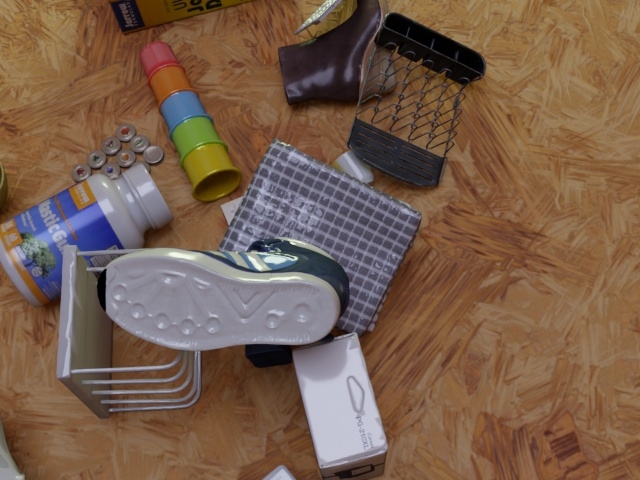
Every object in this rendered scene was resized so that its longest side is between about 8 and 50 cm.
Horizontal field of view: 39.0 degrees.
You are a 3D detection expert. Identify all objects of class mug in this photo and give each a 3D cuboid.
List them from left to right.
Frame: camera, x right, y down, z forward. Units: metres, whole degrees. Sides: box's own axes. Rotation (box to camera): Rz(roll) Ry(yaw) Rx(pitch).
[{"bbox_3d":[0.058,-0.115,1.581,0.062,0.078,0.064,-23,75,-41],"label":"mug"}]

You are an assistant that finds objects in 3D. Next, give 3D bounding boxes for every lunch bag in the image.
[{"bbox_3d":[-0.085,0.159,1.447,0.067,0.098,0.065,-8,65,5],"label":"lunch bag"}]

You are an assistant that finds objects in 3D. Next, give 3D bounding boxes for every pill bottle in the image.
[{"bbox_3d":[-0.390,-0.018,1.505,0.272,0.152,0.152,-31,70,-8],"label":"pill bottle"}]

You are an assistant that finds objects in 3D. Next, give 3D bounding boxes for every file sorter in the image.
[{"bbox_3d":[-0.277,0.144,1.371,0.173,0.277,0.192,-2,68,-2],"label":"file sorter"}]

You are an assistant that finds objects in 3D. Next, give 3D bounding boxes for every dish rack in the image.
[{"bbox_3d":[0.161,-0.236,1.572,0.208,0.074,0.271,22,69,-14],"label":"dish rack"}]

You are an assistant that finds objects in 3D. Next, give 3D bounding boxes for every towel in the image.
[{"bbox_3d":[0.000,0.000,1.425,0.284,0.121,0.235,25,87,-4],"label":"towel"}]

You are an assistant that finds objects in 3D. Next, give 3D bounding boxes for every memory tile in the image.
[{"bbox_3d":[-0.364,-0.137,1.627,0.113,0.012,0.148,40,75,16],"label":"memory tile"}]

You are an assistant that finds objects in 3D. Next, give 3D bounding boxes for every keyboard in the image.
[{"bbox_3d":[0.040,-0.462,1.678,0.014,0.072,0.256,53,55,-21],"label":"keyboard"}]

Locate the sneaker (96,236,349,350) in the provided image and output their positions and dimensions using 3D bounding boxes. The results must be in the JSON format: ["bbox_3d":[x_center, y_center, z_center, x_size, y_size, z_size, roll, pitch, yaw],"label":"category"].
[{"bbox_3d":[-0.120,0.062,1.252,0.323,0.236,0.130,5,101,3],"label":"sneaker"}]

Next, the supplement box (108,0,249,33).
[{"bbox_3d":[-0.242,-0.560,1.695,0.357,0.194,0.195,-16,68,-3],"label":"supplement box"}]

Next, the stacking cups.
[{"bbox_3d":[-0.247,-0.217,1.619,0.096,0.096,0.316,-26,65,-8],"label":"stacking cups"}]

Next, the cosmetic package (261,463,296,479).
[{"bbox_3d":[-0.050,0.449,1.300,0.151,0.151,0.183,-39,72,-13],"label":"cosmetic package"}]

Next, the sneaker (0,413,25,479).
[{"bbox_3d":[-0.397,0.435,1.340,0.258,0.169,0.447,-11,76,-11],"label":"sneaker"}]

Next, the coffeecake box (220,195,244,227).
[{"bbox_3d":[-0.057,-0.023,1.536,0.185,0.068,0.142,-23,70,-6],"label":"coffeecake box"}]

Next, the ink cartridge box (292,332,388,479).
[{"bbox_3d":[0.029,0.256,1.327,0.100,0.237,0.172,-14,68,-3],"label":"ink cartridge box"}]

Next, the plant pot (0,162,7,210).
[{"bbox_3d":[-0.600,-0.084,1.572,0.134,0.095,0.134,-1,68,3],"label":"plant pot"}]

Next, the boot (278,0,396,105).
[{"bbox_3d":[0.024,-0.368,1.658,0.207,0.090,0.248,-6,71,-2],"label":"boot"}]
